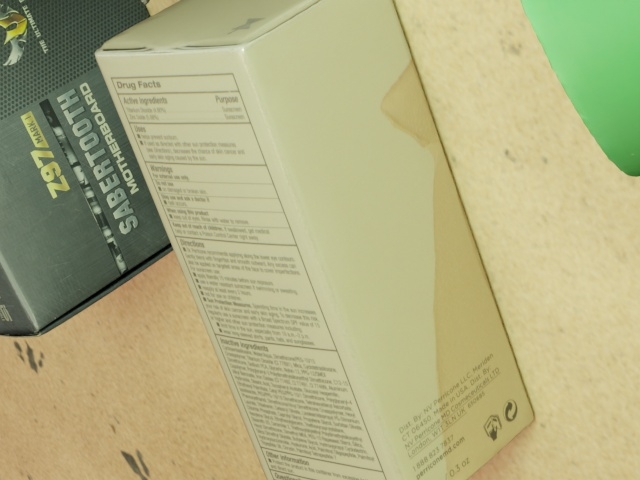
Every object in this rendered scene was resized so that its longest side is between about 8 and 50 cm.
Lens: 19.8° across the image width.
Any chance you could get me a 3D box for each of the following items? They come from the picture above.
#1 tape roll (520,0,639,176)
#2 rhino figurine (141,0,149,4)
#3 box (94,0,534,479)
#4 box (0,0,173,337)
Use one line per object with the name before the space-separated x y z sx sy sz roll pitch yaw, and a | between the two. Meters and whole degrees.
tape roll | 0.087 -0.183 0.612 0.077 0.321 0.321 -19 106 17
rhino figurine | -0.084 -0.220 1.064 0.106 0.073 0.243 50 147 12
box | 0.000 0.000 1.103 0.148 0.121 0.311 6 123 48
box | -0.178 -0.080 1.197 0.059 0.183 0.233 -5 114 52
